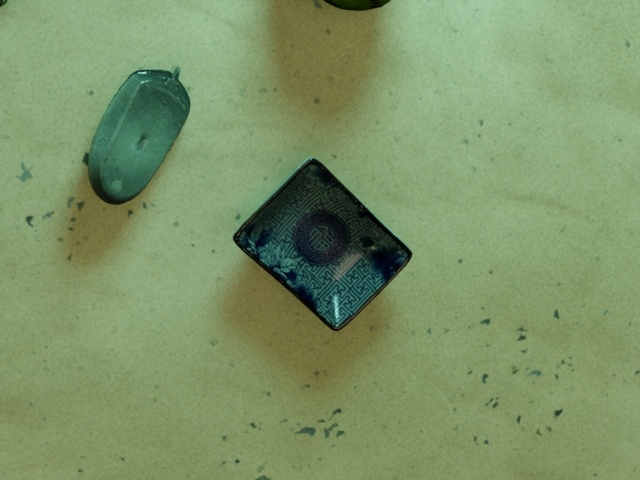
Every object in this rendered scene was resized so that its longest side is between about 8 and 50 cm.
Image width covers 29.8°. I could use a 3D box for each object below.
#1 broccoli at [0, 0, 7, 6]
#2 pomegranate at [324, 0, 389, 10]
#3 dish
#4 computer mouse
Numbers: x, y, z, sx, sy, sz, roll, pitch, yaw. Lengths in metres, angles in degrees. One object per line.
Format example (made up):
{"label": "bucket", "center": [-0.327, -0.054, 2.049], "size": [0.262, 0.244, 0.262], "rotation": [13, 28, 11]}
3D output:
{"label": "broccoli", "center": [-0.493, -0.369, 1.675], "size": [0.131, 0.130, 0.120], "rotation": [-25, 67, 25]}
{"label": "pomegranate", "center": [0.064, -0.444, 1.727], "size": [0.263, 0.211, 0.211], "rotation": [-39, 114, -35]}
{"label": "dish", "center": [0.000, 0.000, 1.894], "size": [0.182, 0.080, 0.243], "rotation": [-45, 111, 5]}
{"label": "computer mouse", "center": [-0.276, -0.163, 1.800], "size": [0.113, 0.068, 0.229], "rotation": [30, 88, -36]}
